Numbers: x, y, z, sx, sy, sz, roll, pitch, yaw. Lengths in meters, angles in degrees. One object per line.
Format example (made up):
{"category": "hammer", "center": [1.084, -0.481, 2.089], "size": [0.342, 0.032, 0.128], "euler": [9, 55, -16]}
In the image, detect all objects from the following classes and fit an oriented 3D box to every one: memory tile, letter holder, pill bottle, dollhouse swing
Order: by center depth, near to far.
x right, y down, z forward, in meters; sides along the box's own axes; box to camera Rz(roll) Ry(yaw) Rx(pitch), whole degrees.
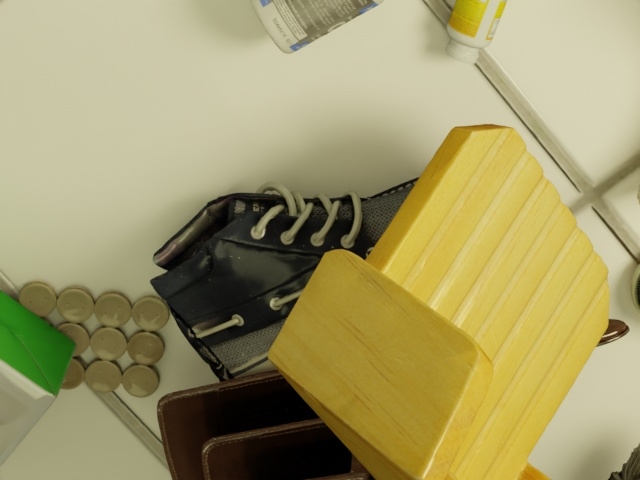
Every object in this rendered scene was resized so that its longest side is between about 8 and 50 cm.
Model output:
{"category": "dollhouse swing", "center": [0.186, 0.122, 1.662], "size": [0.305, 0.315, 0.347], "euler": [-45, 129, -8]}
{"category": "pill bottle", "center": [0.011, -0.230, 1.747], "size": [0.137, 0.078, 0.078], "euler": [-28, 110, 12]}
{"category": "pill bottle", "center": [0.140, -0.203, 1.776], "size": [0.043, 0.043, 0.083], "euler": [18, 112, -7]}
{"category": "letter holder", "center": [-0.030, 0.278, 1.879], "size": [0.214, 0.152, 0.302], "euler": [-11, 132, 7]}
{"category": "memory tile", "center": [-0.225, 0.097, 1.925], "size": [0.148, 0.012, 0.113], "euler": [8, 113, -3]}

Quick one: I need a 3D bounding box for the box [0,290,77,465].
{"category": "box", "center": [-0.408, 0.128, 1.876], "size": [0.262, 0.127, 0.231], "euler": [37, 109, -11]}

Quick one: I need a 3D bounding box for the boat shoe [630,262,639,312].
{"category": "boat shoe", "center": [0.466, 0.053, 1.845], "size": [0.340, 0.113, 0.127], "euler": [2, 114, 0]}

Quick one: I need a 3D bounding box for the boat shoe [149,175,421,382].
{"category": "boat shoe", "center": [0.000, 0.000, 1.817], "size": [0.340, 0.127, 0.158], "euler": [-35, 116, 15]}

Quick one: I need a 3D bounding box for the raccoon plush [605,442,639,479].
{"category": "raccoon plush", "center": [0.352, 0.425, 1.936], "size": [0.299, 0.216, 0.446], "euler": [25, 124, -16]}

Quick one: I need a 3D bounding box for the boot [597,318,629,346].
{"category": "boot", "center": [0.239, 0.046, 1.889], "size": [0.106, 0.037, 0.114], "euler": [-8, 108, 1]}

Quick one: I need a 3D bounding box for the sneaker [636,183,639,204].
{"category": "sneaker", "center": [0.358, -0.138, 1.776], "size": [0.235, 0.094, 0.153], "euler": [-34, 108, 14]}
